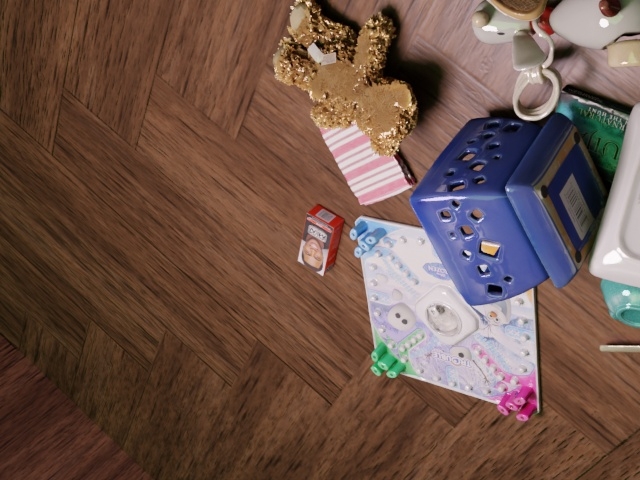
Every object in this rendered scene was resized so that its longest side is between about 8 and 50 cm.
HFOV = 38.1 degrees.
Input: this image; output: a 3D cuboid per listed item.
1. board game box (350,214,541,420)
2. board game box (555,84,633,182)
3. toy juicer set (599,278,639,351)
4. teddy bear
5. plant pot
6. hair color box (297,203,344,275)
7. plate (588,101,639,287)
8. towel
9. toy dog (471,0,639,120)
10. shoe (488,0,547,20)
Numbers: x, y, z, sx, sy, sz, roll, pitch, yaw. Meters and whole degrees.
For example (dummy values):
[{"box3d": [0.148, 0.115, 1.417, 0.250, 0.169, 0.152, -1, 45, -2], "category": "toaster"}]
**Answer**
[{"box3d": [0.246, 0.159, 1.865, 0.390, 0.050, 0.390, 13, 126, 35], "category": "board game box"}, {"box3d": [0.456, -0.157, 1.467, 0.186, 0.026, 0.126, 26, 133, 25], "category": "board game box"}, {"box3d": [0.565, 0.098, 1.522, 0.209, 0.089, 0.329, 9, 149, 24], "category": "toy juicer set"}, {"box3d": [0.050, -0.298, 1.666, 0.338, 0.113, 0.245, 24, 111, 30], "category": "teddy bear"}, {"box3d": [0.319, -0.056, 1.482, 0.212, 0.236, 0.236, -6, 124, 45], "category": "plant pot"}, {"box3d": [0.000, 0.000, 1.970, 0.072, 0.043, 0.141, 30, 136, 20], "category": "hair color box"}, {"box3d": [0.549, -0.048, 1.334, 0.278, 0.045, 0.277, 17, 95, 30], "category": "plate"}, {"box3d": [0.086, -0.170, 1.785, 0.144, 0.029, 0.197, -21, 102, 47], "category": "towel"}, {"box3d": [0.345, -0.317, 1.325, 0.333, 0.161, 0.220, -21, 79, 44], "category": "toy dog"}, {"box3d": [0.258, -0.381, 1.324, 0.076, 0.058, 0.219, -41, 54, 14], "category": "shoe"}]
